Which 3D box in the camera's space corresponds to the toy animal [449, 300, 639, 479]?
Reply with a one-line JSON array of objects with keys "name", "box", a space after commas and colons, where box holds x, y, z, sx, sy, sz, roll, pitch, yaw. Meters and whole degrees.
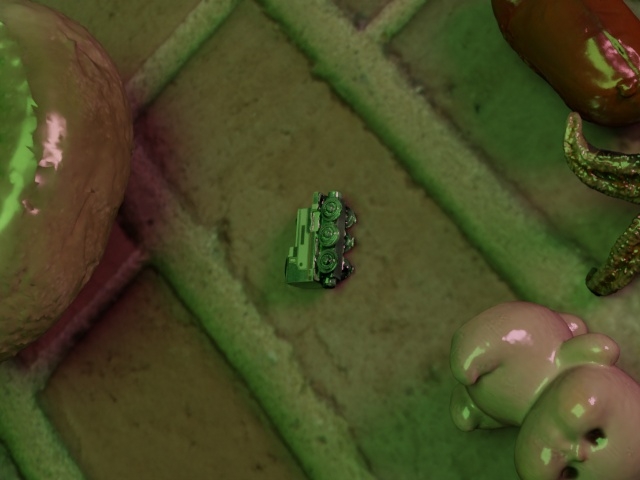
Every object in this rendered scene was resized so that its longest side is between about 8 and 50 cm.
[{"name": "toy animal", "box": [0.182, 0.131, 0.783, 0.212, 0.124, 0.124, 42, 98, 35]}]

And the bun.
[{"name": "bun", "box": [-0.312, -0.050, 1.043, 0.349, 0.227, 0.352, 37, 98, 31]}]

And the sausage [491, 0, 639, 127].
[{"name": "sausage", "box": [0.193, -0.154, 0.879, 0.089, 0.089, 0.179, -39, 58, 15]}]

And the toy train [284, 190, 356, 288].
[{"name": "toy train", "box": [0.000, 0.000, 0.969, 0.053, 0.033, 0.083, -5, 74, 32]}]

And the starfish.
[{"name": "starfish", "box": [0.267, -0.034, 0.797, 0.213, 0.057, 0.238, 16, 106, 19]}]
